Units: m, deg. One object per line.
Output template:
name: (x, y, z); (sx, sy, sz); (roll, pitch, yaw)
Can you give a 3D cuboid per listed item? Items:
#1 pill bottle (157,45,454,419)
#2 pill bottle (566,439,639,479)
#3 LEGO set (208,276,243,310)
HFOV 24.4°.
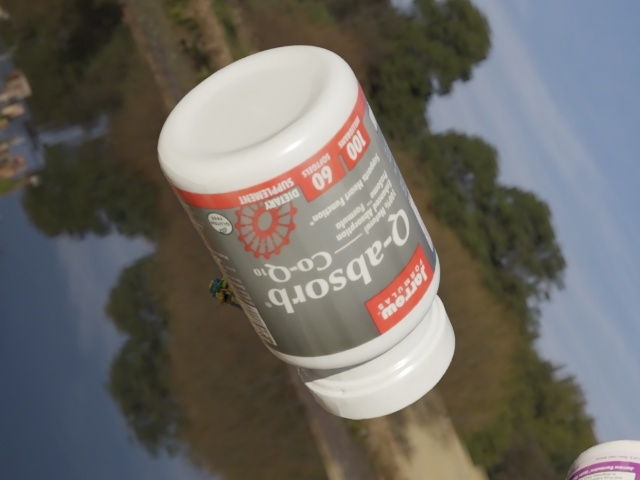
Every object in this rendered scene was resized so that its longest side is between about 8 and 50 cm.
pill bottle: (0.000, 0.000, 1.518); (0.210, 0.210, 0.363); (-109, 172, -55)
pill bottle: (0.331, 0.381, 1.634); (0.169, 0.169, 0.301); (68, 31, -33)
LEGO set: (-0.101, -0.040, 2.168); (0.331, 0.192, 0.254); (-39, 151, -64)
